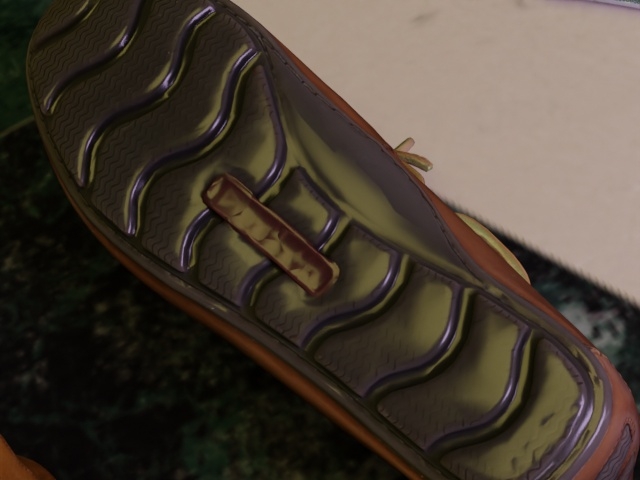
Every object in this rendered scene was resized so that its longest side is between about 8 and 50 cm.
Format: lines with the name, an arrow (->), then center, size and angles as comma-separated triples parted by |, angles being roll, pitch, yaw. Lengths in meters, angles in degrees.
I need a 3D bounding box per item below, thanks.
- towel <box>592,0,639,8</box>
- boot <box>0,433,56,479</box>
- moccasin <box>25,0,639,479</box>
towel -> 0.187, -0.189, 1.039 | 0.113, 0.023, 0.152 | 12, 62, 16
boot -> -0.257, 0.128, 0.842 | 0.295, 0.211, 0.104 | -7, 59, 8
moccasin -> 0.002, -0.003, 0.914 | 0.380, 0.147, 0.139 | 35, 88, 23
